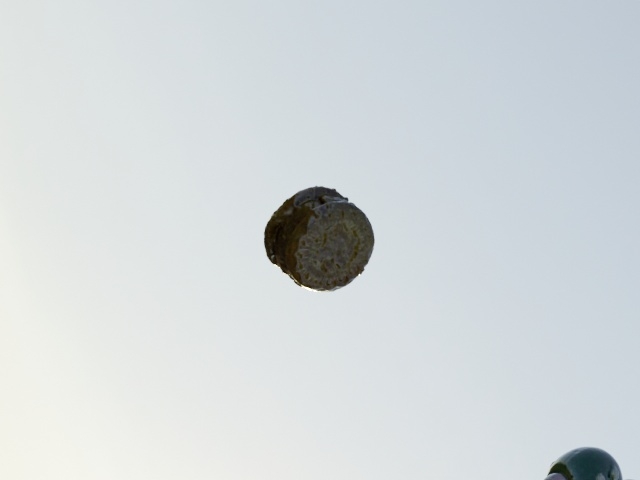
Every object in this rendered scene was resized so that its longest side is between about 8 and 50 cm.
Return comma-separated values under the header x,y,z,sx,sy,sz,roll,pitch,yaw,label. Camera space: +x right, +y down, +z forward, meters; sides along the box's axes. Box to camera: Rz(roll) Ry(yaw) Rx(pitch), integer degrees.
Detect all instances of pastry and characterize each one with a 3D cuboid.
x,y,z,sx,sy,sz,roll,pitch,yaw,label
0.000,0.000,1.590,0.057,0.109,0.097,44,-62,48,pastry

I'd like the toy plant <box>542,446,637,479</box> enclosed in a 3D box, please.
x,y,z,sx,sy,sz,roll,pitch,yaw,label
0.279,0.337,1.757,0.112,0.243,0.233,10,-96,37,toy plant
